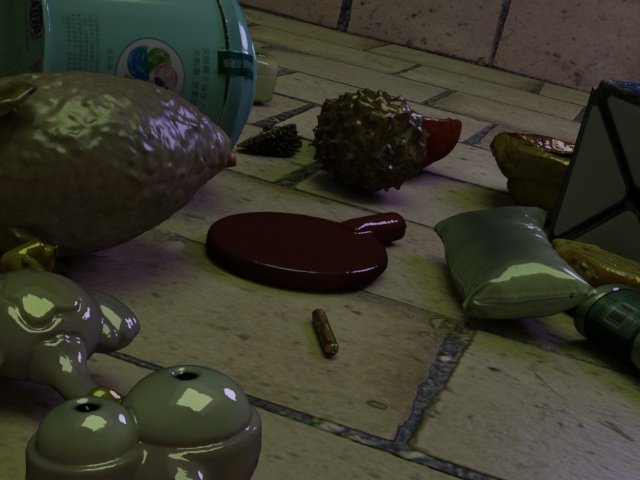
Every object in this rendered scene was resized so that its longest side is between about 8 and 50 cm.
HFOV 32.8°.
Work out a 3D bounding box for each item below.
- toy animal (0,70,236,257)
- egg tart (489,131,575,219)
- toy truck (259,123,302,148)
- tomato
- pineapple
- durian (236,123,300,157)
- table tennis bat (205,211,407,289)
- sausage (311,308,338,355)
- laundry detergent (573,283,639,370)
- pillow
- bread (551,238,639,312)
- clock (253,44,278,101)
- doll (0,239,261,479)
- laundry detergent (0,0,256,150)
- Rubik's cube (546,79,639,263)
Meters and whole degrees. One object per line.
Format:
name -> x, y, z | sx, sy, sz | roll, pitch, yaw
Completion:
toy animal -> -0.252, -0.076, 1.086 | 0.358, 0.188, 0.226 | -7, 16, -19
egg tart -> 0.399, -0.090, 1.706 | 0.290, 0.115, 0.290 | 13, 13, -3
toy truck -> -0.062, -0.171, 1.804 | 0.083, 0.024, 0.032 | 19, 41, 26
tomato -> 0.113, -0.172, 1.800 | 0.236, 0.095, 0.237 | 9, 10, -2
pineapple -> 0.062, -0.151, 1.619 | 0.166, 0.166, 0.193 | 2, 11, -29
durian -> -0.076, -0.164, 1.726 | 0.066, 0.052, 0.130 | 27, 29, 33
table tennis bat -> 0.000, 0.000, 1.287 | 0.200, 0.038, 0.310 | 24, 21, 34
sausage -> 0.004, 0.088, 1.051 | 0.015, 0.015, 0.100 | 9, 18, -12
laundry detergent -> 0.371, 0.116, 1.121 | 0.099, 0.070, 0.225 | 8, 16, -36
pillow -> 0.218, 0.020, 1.263 | 0.144, 0.078, 0.254 | -14, 21, 3
bread -> 0.341, 0.055, 1.303 | 0.122, 0.073, 0.149 | 5, 17, -38
clock -> -0.232, -0.355, 2.149 | 0.235, 0.096, 0.308 | 3, 19, -24
doll -> -0.169, 0.100, 0.769 | 0.160, 0.094, 0.365 | -6, 24, -38
laundry detergent -> -0.254, -0.213, 1.371 | 0.305, 0.287, 0.287 | -1, 22, -35
Rubik's cube -> 0.489, -0.051, 1.429 | 0.259, 0.255, 0.260 | 1, 23, -36
